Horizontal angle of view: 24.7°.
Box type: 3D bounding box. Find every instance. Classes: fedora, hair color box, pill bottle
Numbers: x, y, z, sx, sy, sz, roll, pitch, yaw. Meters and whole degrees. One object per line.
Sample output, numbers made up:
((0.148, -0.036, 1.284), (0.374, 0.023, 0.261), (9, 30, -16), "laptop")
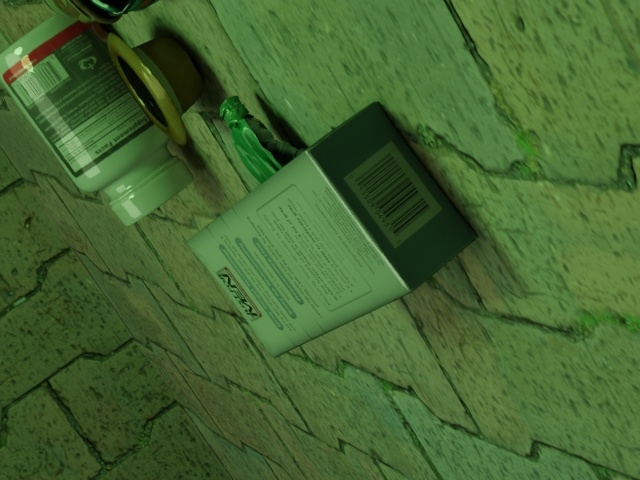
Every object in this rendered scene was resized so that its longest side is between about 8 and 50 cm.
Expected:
((-0.212, -0.220, 1.976), (0.194, 0.079, 0.194), (51, 169, 14), "fedora")
((0.000, 0.000, 1.679), (0.185, 0.114, 0.374), (54, 151, -3), "hair color box")
((-0.335, -0.184, 2.208), (0.318, 0.176, 0.176), (55, 163, -8), "pill bottle")

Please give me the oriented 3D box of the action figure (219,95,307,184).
((-0.045, -0.087, 1.830), (0.232, 0.063, 0.137), (49, 165, -3), "action figure")

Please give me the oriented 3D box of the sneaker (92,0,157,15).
((-0.241, -0.326, 1.759), (0.108, 0.121, 0.302), (54, 164, -6), "sneaker")

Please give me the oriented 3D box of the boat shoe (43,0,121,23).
((-0.334, -0.405, 1.878), (0.116, 0.123, 0.324), (32, 162, 36), "boat shoe")
